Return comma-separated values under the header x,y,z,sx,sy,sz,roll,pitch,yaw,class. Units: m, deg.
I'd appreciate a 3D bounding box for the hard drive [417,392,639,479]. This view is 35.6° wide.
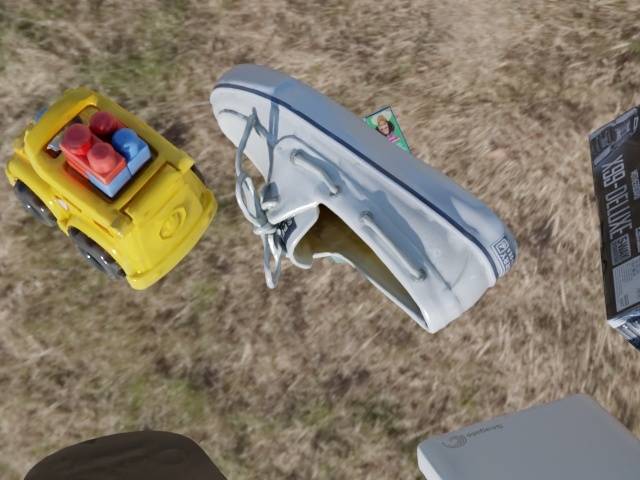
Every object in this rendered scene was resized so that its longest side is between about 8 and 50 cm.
x,y,z,sx,sy,sz,roll,pitch,yaw,class
0.277,0.290,1.061,0.233,0.353,0.047,-14,113,-13,hard drive

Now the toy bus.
x,y,z,sx,sy,sz,roll,pitch,yaw,class
-0.234,-0.081,1.030,0.220,0.211,0.149,36,74,14,toy bus

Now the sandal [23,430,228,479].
x,y,z,sx,sy,sz,roll,pitch,yaw,class
-0.036,0.107,0.305,0.254,0.097,0.054,18,116,53,sandal

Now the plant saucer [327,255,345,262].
x,y,z,sx,sy,sz,roll,pitch,yaw,class
0.000,0.000,1.627,0.119,0.119,0.021,41,86,7,plant saucer

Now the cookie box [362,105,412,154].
x,y,z,sx,sy,sz,roll,pitch,yaw,class
0.096,-0.123,1.331,0.040,0.092,0.107,-25,95,4,cookie box

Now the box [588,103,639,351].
x,y,z,sx,sy,sz,roll,pitch,yaw,class
0.407,0.030,1.112,0.242,0.307,0.076,39,128,-24,box

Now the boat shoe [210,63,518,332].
x,y,z,sx,sy,sz,roll,pitch,yaw,class
-0.008,-0.028,0.918,0.367,0.136,0.156,37,75,30,boat shoe
